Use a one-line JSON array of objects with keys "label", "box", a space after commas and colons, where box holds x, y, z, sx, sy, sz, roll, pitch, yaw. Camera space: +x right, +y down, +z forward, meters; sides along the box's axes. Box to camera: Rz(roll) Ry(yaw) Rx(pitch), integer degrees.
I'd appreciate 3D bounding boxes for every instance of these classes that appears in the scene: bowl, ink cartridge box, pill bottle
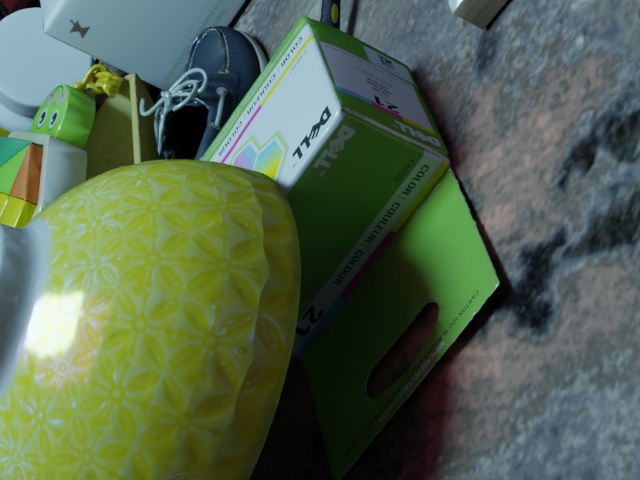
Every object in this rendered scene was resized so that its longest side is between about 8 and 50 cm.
[{"label": "bowl", "box": [-0.152, 0.067, 0.977, 0.289, 0.156, 0.289, -45, 34, 42]}, {"label": "ink cartridge box", "box": [0.000, 0.000, 1.032, 0.189, 0.097, 0.255, -53, 30, 24]}, {"label": "pill bottle", "box": [-0.280, -0.143, 1.538, 0.208, 0.119, 0.119, 128, 157, -71]}]

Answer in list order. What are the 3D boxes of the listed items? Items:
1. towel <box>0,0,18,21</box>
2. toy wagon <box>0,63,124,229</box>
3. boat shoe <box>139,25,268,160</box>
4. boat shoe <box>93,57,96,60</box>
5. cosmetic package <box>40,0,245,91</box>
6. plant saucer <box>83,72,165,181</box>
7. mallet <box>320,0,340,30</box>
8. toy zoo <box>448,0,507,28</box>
[{"label": "towel", "box": [-0.399, -0.125, 1.796, 0.235, 0.121, 0.284, -56, 29, 20]}, {"label": "toy wagon", "box": [-0.272, -0.001, 1.368, 0.267, 0.068, 0.344, 13, 81, 62]}, {"label": "boat shoe", "box": [-0.099, -0.090, 1.289, 0.095, 0.079, 0.254, -40, 38, 41]}, {"label": "boat shoe", "box": [-0.258, -0.232, 1.718, 0.046, 0.038, 0.125, -7, 63, 59]}, {"label": "cosmetic package", "box": [-0.175, -0.325, 1.520, 0.197, 0.155, 0.365, -52, 32, 22]}, {"label": "plant saucer", "box": [-0.208, 0.075, 1.356, 0.333, 0.081, 0.333, -48, 33, 29]}, {"label": "mallet", "box": [0.017, -0.196, 1.226, 0.039, 0.062, 0.190, -24, 64, 54]}, {"label": "toy zoo", "box": [0.130, -0.303, 1.105, 0.192, 0.030, 0.293, -49, 32, 29]}]
